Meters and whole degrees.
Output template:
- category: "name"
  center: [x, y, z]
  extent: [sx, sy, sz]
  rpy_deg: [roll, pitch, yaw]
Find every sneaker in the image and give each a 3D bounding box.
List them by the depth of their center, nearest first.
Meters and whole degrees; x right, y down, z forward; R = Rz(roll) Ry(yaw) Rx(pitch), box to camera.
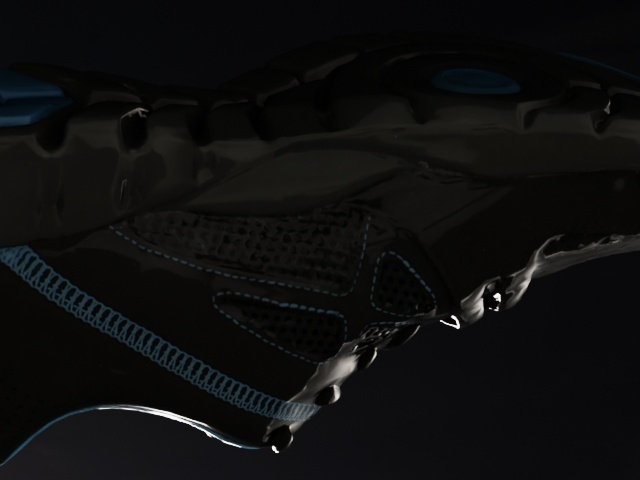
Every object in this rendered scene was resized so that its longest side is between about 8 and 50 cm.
- category: "sneaker"
  center: [0.000, 0.000, 0.720]
  extent: [0.125, 0.341, 0.139]
  rpy_deg: [-131, 39, -65]
